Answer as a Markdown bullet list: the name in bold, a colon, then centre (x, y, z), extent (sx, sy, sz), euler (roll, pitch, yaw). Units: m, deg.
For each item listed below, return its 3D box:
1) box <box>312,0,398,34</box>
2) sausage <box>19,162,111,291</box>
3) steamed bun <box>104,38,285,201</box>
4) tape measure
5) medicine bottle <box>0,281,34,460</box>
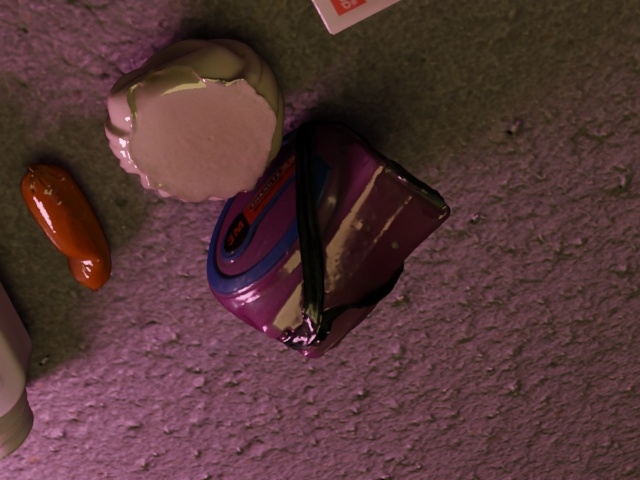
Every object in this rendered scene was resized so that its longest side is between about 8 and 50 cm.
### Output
- **box**: centre (0.009, -0.327, 0.991), extent (0.135, 0.079, 0.269), euler (-24, 126, 11)
- **sausage**: centre (-0.270, -0.017, 1.211), extent (0.062, 0.054, 0.183), euler (5, 137, 31)
- **steamed bun**: centre (-0.122, -0.124, 1.116), extent (0.183, 0.106, 0.183), euler (-4, 131, -5)
- **tape measure**: centre (0.000, 0.000, 1.137), extent (0.149, 0.245, 0.231), euler (30, 102, -28)
- **medicine bottle**: centre (-0.430, 0.110, 1.247), extent (0.179, 0.124, 0.324), euler (-12, 129, 3)
